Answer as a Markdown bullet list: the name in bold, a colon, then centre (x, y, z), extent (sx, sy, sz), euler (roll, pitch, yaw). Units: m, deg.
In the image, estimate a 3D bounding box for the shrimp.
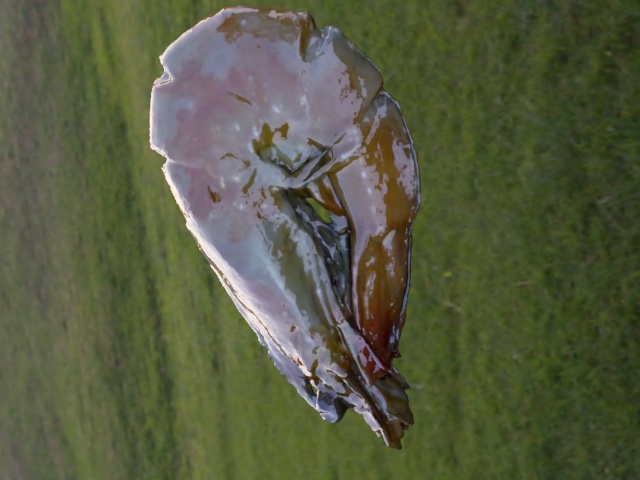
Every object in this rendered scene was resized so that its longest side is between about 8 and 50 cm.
- **shrimp**: centre (0.000, 0.001, 0.642), extent (0.154, 0.062, 0.294), euler (-16, 109, 21)
